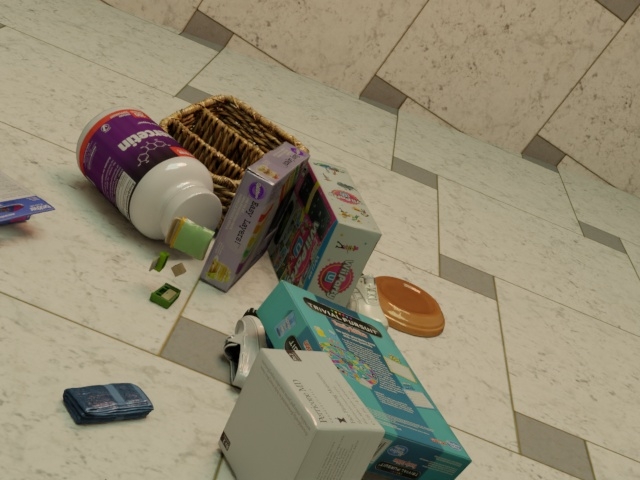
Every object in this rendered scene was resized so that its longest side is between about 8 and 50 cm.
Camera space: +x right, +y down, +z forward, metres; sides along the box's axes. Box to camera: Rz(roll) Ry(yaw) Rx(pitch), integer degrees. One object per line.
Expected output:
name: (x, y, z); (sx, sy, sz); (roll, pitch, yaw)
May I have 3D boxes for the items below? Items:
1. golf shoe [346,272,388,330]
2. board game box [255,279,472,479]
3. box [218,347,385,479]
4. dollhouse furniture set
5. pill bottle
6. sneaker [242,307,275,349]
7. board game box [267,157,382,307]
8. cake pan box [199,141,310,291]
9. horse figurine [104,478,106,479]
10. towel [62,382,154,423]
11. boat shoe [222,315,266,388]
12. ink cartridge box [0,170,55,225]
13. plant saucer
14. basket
golf shoe: (0.087, 0.110, 2.018); (0.069, 0.086, 0.176); (7, 29, -40)
board game box: (0.064, 0.231, 1.613); (0.253, 0.079, 0.336); (26, 21, -39)
box: (-0.032, 0.274, 1.396); (0.119, 0.182, 0.181); (8, 27, -36)
dollhouse furniture set: (-0.251, 0.038, 1.756); (0.076, 0.152, 0.058); (27, 21, 6)
pill bottle: (-0.335, -0.122, 1.995); (0.181, 0.181, 0.323); (-2, 33, -47)
sneaker: (-0.059, 0.180, 1.738); (0.083, 0.071, 0.191); (13, 24, -39)
board game box: (0.000, 0.000, 1.996); (0.097, 0.224, 0.303); (16, 23, -22)
cake pan box: (-0.124, -0.053, 1.966); (0.070, 0.246, 0.267); (30, 21, 5)
horse figurine: (-0.289, 0.369, 1.082); (0.174, 0.066, 0.263); (4, 27, -28)
towel: (-0.302, 0.228, 1.434); (0.119, 0.029, 0.067); (1, 30, -43)
boat shoe: (-0.130, 0.184, 1.673); (0.063, 0.066, 0.184); (16, 33, -20)
ink cartridge box: (-0.646, -0.096, 1.787); (0.311, 0.065, 0.186); (30, 23, 21)
plant saucer: (0.175, 0.131, 2.121); (0.200, 0.037, 0.200); (20, 23, -9)
basket: (-0.219, -0.179, 2.163); (0.299, 0.223, 0.213); (39, 20, 32)
